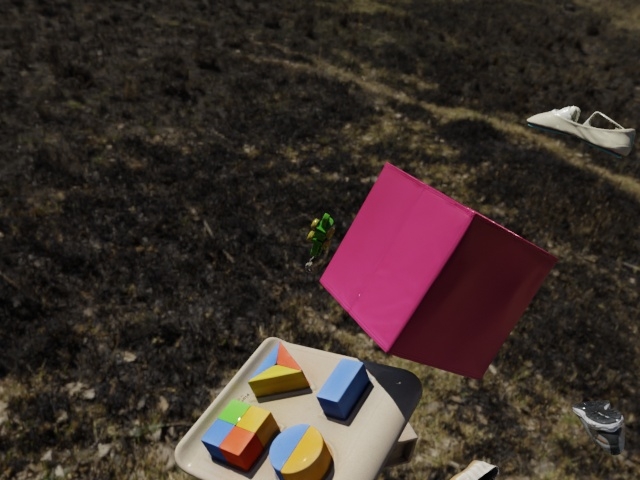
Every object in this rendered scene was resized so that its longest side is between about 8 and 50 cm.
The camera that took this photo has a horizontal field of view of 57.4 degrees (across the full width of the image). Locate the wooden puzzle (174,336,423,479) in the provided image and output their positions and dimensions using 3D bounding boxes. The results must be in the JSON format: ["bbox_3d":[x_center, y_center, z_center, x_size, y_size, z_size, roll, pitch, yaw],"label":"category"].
[{"bbox_3d":[-0.042,0.302,1.017,0.348,0.080,0.322,9,41,34],"label":"wooden puzzle"}]

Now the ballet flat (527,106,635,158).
[{"bbox_3d":[0.613,-0.271,1.373,0.248,0.086,0.086,30,38,31],"label":"ballet flat"}]

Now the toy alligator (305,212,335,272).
[{"bbox_3d":[0.000,0.000,1.492,0.056,0.189,0.051,28,38,13],"label":"toy alligator"}]

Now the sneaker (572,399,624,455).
[{"bbox_3d":[0.751,0.498,1.578,0.100,0.108,0.271,-13,-4,14],"label":"sneaker"}]

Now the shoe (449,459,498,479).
[{"bbox_3d":[0.348,0.578,1.359,0.058,0.076,0.219,-6,9,40],"label":"shoe"}]

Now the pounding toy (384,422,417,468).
[{"bbox_3d":[0.209,0.629,1.871,0.181,0.206,0.094,-6,34,-21],"label":"pounding toy"}]

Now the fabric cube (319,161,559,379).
[{"bbox_3d":[0.201,0.053,1.046,0.254,0.258,0.259,21,13,-35],"label":"fabric cube"}]
